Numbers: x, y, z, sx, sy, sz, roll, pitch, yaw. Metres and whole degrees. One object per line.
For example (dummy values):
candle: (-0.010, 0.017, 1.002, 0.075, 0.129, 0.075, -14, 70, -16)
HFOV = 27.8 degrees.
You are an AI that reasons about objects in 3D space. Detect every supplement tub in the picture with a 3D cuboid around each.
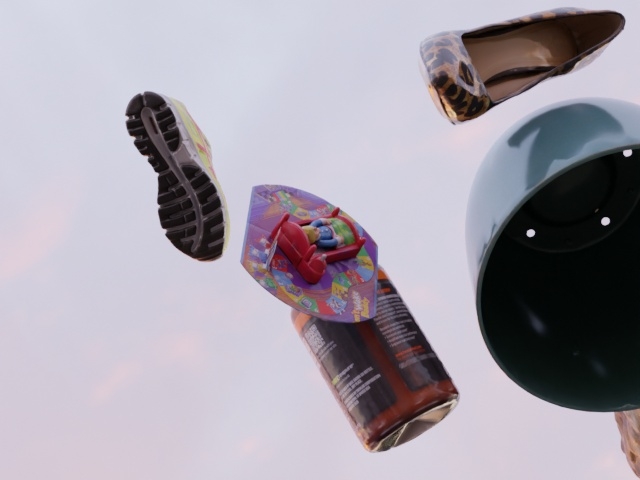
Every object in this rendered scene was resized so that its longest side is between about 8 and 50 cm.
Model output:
supplement tub: (0.041, 0.092, 1.214, 0.106, 0.198, 0.106, -27, -20, -10)

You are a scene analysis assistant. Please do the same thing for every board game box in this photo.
board game box: (0.000, 0.000, 1.154, 0.133, 0.168, 0.033, 24, -53, -14)

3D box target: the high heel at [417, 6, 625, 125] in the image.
high heel: (0.198, -0.187, 1.254, 0.186, 0.093, 0.261, -22, 1, 19)

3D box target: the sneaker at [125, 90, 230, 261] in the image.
sneaker: (-0.149, -0.077, 1.497, 0.081, 0.208, 0.094, -18, 4, 19)

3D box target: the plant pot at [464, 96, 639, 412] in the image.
plant pot: (0.277, -0.012, 1.312, 0.293, 0.235, 0.293, -3, -61, -5)

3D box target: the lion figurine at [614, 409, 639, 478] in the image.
lion figurine: (0.465, 0.295, 1.594, 0.142, 0.240, 0.392, -28, -36, 2)
